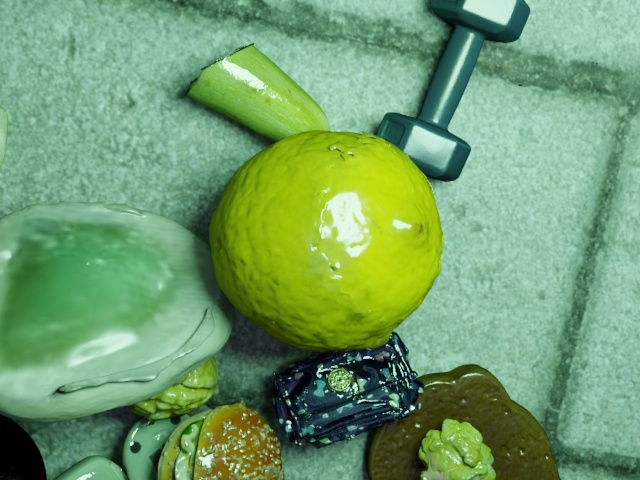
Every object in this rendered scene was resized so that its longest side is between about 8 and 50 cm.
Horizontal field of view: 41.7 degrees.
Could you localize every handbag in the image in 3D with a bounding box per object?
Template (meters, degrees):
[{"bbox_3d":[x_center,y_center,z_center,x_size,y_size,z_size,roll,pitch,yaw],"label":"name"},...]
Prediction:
[{"bbox_3d":[0.044,0.259,1.453,0.260,0.113,0.161,-20,81,1],"label":"handbag"}]

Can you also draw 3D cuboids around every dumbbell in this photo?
[{"bbox_3d":[0.211,-0.262,1.358,0.144,0.160,0.324,25,99,23],"label":"dumbbell"}]

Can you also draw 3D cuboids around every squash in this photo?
[{"bbox_3d":[-0.062,-0.224,1.370,0.288,0.137,0.137,27,99,-14],"label":"squash"}]

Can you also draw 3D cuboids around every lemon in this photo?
[{"bbox_3d":[0.000,0.000,1.291,0.350,0.387,0.349,3,86,-44],"label":"lemon"}]

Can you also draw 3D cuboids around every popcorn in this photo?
[{"bbox_3d":[-0.261,0.241,1.429,0.174,0.173,0.142,-20,94,1],"label":"popcorn"},{"bbox_3d":[0.234,0.383,1.443,0.126,0.126,0.145,2,116,22],"label":"popcorn"}]

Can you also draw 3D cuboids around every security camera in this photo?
[{"bbox_3d":[-0.337,0.413,1.462,0.302,0.080,0.157,-34,101,-30],"label":"security camera"}]

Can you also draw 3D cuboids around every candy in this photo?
[{"bbox_3d":[-0.347,0.106,1.319,0.427,0.386,0.186,-4,143,-14],"label":"candy"}]

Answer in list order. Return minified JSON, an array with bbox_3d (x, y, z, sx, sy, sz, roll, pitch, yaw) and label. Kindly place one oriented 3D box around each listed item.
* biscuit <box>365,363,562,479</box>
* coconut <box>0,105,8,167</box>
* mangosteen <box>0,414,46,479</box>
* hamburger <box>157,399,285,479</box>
[{"bbox_3d":[0.269,0.417,1.534,0.381,0.074,0.358,28,98,-10],"label":"biscuit"},{"bbox_3d":[-0.577,-0.170,1.332,0.161,0.162,0.161,-7,129,-9],"label":"coconut"},{"bbox_3d":[-0.626,0.409,1.412,0.302,0.275,0.274,18,102,30],"label":"mangosteen"},{"bbox_3d":[-0.166,0.396,1.444,0.237,0.147,0.236,5,79,-29],"label":"hamburger"}]
